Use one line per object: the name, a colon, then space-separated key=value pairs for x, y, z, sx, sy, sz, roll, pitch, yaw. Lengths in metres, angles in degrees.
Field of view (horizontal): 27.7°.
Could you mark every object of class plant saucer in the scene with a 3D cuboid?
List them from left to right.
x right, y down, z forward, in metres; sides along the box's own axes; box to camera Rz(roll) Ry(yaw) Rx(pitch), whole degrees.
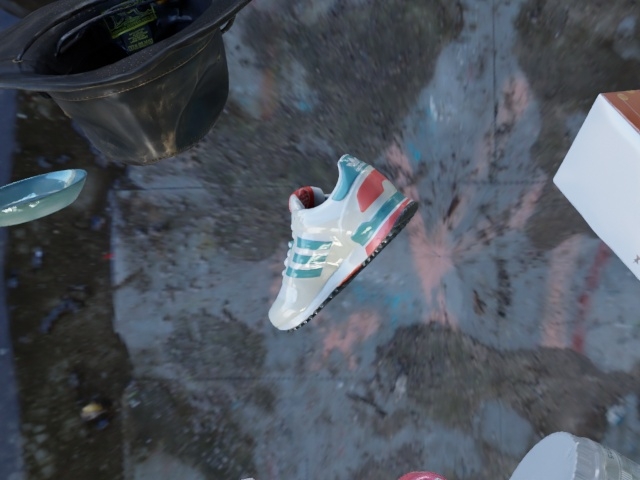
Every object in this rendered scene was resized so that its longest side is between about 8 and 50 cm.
plant saucer: x=-0.272 y=-0.037 z=1.206 sx=0.119 sy=0.119 sz=0.021 roll=-14 pitch=106 yaw=5

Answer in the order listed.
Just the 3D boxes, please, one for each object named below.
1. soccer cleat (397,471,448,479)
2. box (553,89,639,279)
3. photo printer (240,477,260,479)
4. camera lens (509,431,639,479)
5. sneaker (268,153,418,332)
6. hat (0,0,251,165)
soccer cleat: x=0.145 y=0.318 z=1.176 sx=0.083 sy=0.095 sz=0.248 roll=-34 pitch=85 yaw=-11
box: x=0.548 y=-0.095 z=1.854 sx=0.345 sy=0.168 sz=0.215 roll=-9 pitch=48 yaw=-32
photo printer: x=-0.198 y=0.504 z=1.874 sx=0.107 sy=0.256 sz=0.307 roll=41 pitch=122 yaw=25
camera lens: x=0.409 y=0.418 z=1.816 sx=0.274 sy=0.219 sz=0.219 roll=30 pitch=92 yaw=-11
sneaker: x=0.000 y=0.000 z=0.967 sx=0.075 sy=0.057 sz=0.161 roll=46 pitch=127 yaw=3
hat: x=-0.164 y=-0.145 z=1.158 sx=0.331 sy=0.331 sz=0.134 roll=-15 pitch=114 yaw=5
